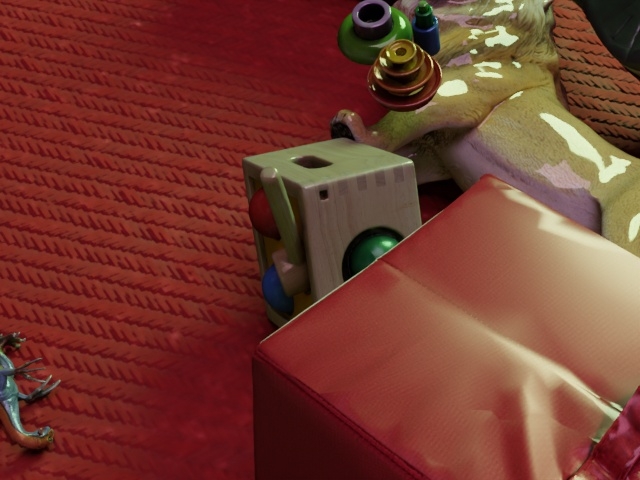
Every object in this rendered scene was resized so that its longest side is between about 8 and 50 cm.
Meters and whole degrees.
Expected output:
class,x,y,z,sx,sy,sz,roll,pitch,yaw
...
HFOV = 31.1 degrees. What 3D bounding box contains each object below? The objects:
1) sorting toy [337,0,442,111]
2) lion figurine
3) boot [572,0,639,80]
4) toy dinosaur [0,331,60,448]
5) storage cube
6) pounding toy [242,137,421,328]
class,x,y,z,sx,sy,sz,roll,pitch,yaw
sorting toy,0.048,-0.131,0.746,0.061,0.042,0.102,-23,55,-6
lion figurine,0.156,-0.047,0.790,0.240,0.142,0.392,-27,62,-25
boot,0.271,-0.168,0.899,0.178,0.085,0.236,35,31,-34
toy dinosaur,-0.190,0.092,0.690,0.090,0.047,0.082,-23,57,16
storage cube,0.095,0.114,0.580,0.193,0.215,0.184,34,53,29
pounding toy,0.000,0.000,0.684,0.100,0.130,0.141,-14,17,-18
